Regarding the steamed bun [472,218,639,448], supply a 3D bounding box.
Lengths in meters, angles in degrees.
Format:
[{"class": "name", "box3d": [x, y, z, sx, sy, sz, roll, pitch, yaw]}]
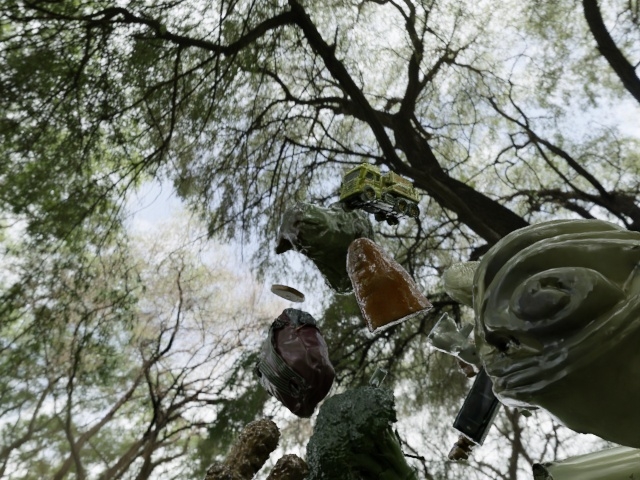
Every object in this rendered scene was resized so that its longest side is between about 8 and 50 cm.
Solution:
[{"class": "steamed bun", "box3d": [0.383, 0.131, 0.664, 0.247, 0.353, 0.339, 12, -25, -27]}]

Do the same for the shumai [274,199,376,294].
[{"class": "shumai", "box3d": [0.000, 0.000, 1.589, 0.323, 0.398, 0.324, 15, -50, -31]}]

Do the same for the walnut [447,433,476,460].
[{"class": "walnut", "box3d": [0.532, 0.762, 1.547, 0.143, 0.069, 0.170, -55, -24, -8]}]

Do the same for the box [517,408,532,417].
[{"class": "box", "box3d": [0.548, 0.439, 1.153, 0.024, 0.083, 0.054, -32, -52, 20]}]

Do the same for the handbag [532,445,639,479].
[{"class": "handbag", "box3d": [0.701, 0.591, 0.933, 0.357, 0.237, 0.160, -12, -24, -2]}]

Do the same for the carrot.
[{"class": "carrot", "box3d": [0.139, 0.097, 0.992, 0.159, 0.225, 0.159, -26, -17, -9]}]

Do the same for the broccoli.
[{"class": "broccoli", "box3d": [0.113, 0.501, 1.033, 0.283, 0.321, 0.304, 40, -81, 14]}]

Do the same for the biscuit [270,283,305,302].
[{"class": "biscuit", "box3d": [-0.126, 0.205, 1.629, 0.141, 0.029, 0.221, 15, -17, 9]}]

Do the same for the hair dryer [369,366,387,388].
[{"class": "hair dryer", "box3d": [0.180, 0.452, 1.346, 0.037, 0.124, 0.063, 29, -86, 15]}]

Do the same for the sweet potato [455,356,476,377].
[{"class": "sweet potato", "box3d": [0.659, 0.523, 1.997, 0.059, 0.281, 0.067, -40, -57, 20]}]

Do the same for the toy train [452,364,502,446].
[{"class": "toy train", "box3d": [0.533, 0.408, 1.258, 0.410, 0.086, 0.089, -55, -44, -16]}]

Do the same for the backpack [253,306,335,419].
[{"class": "backpack", "box3d": [-0.081, 0.398, 1.312, 0.197, 0.317, 0.284, 17, -76, -28]}]

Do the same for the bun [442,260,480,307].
[{"class": "bun", "box3d": [0.513, 0.154, 1.362, 0.220, 0.220, 0.135, -7, -71, 0]}]

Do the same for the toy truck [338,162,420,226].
[{"class": "toy truck", "box3d": [0.196, -0.153, 1.330, 0.272, 0.157, 0.124, 16, -22, -30]}]

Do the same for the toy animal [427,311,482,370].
[{"class": "toy animal", "box3d": [0.538, 0.389, 1.548, 0.282, 0.140, 0.138, 25, -36, 28]}]

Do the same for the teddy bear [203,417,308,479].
[{"class": "teddy bear", "box3d": [-0.108, 0.479, 0.744, 0.246, 0.296, 0.222, 52, -42, -9]}]
